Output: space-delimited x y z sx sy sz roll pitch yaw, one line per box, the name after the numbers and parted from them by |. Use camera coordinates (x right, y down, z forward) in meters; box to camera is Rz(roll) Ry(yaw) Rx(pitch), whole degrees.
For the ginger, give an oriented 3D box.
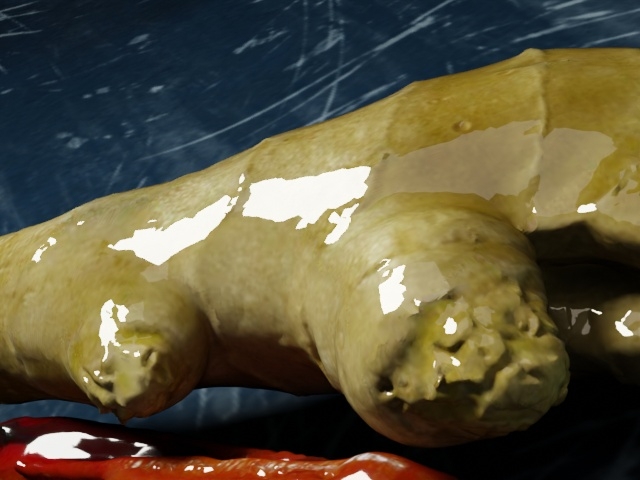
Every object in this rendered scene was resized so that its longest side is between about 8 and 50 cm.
0.026 0.033 0.765 0.375 0.166 0.236 -28 43 8 | ginger

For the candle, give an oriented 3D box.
-0.030 0.104 0.720 0.301 0.059 0.084 -1 38 37 | candle
